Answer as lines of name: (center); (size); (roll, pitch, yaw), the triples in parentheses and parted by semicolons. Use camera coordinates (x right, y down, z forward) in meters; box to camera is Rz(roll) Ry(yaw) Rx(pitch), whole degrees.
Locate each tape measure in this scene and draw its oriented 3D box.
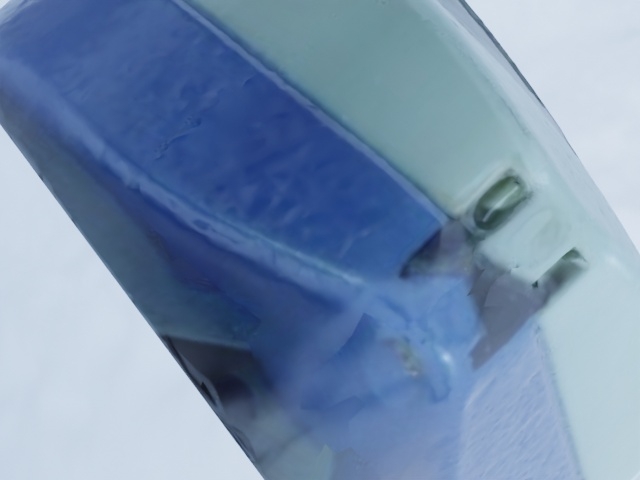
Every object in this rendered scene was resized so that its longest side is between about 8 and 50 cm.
tape measure: (0.002, 0.001, 0.573); (0.262, 0.138, 0.259); (50, 171, 29)
